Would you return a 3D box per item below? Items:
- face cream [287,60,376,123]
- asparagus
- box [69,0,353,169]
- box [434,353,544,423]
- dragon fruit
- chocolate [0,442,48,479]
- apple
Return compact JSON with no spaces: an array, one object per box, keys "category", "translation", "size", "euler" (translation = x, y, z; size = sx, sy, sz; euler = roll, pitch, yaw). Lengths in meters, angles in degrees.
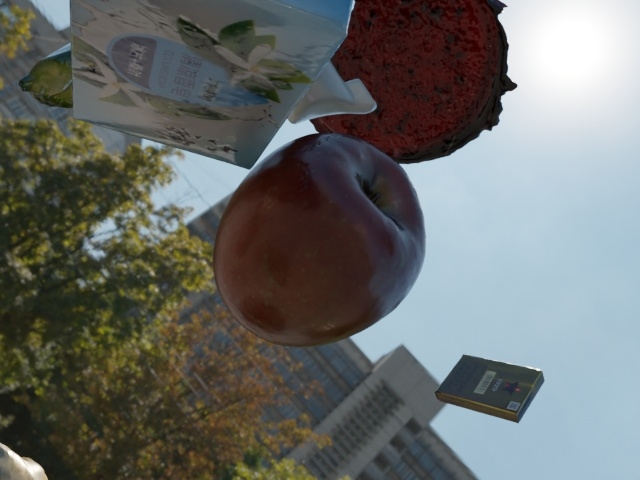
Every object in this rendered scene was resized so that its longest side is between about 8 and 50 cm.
[{"category":"face cream","translation":[-0.084,-0.265,0.701],"size":[0.370,0.145,0.145],"euler":[57,-28,1]},{"category":"asparagus","translation":[-0.205,-0.204,0.731],"size":[0.085,0.343,0.082],"euler":[32,-64,-10]},{"category":"box","translation":[-0.079,-0.134,0.444],"size":[0.142,0.083,0.232],"euler":[15,-18,-16]},{"category":"box","translation":[0.247,0.214,1.010],"size":[0.133,0.090,0.023],"euler":[5,-51,42]},{"category":"dragon fruit","translation":[0.146,-0.245,1.003],"size":[0.282,0.100,0.344],"euler":[41,-51,15]},{"category":"chocolate","translation":[-0.316,0.149,0.378],"size":[0.309,0.134,0.134],"euler":[7,-31,-9]},{"category":"apple","translation":[0.000,0.000,0.604],"size":[0.168,0.181,0.181],"euler":[-34,-87,40]}]
